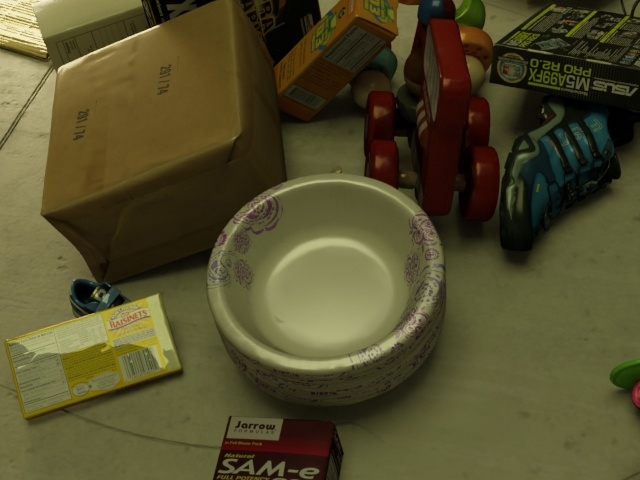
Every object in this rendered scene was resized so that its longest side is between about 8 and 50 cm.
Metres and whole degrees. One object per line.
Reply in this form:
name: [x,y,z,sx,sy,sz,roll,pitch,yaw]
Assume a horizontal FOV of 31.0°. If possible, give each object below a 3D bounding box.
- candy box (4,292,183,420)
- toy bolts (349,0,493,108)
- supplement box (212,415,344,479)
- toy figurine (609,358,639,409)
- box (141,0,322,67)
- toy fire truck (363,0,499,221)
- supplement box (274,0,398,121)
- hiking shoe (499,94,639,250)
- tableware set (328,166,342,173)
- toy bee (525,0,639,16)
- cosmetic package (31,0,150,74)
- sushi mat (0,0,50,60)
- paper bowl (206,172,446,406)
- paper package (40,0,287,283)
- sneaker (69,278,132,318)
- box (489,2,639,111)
candy box: [-0.287,0.147,1.460,0.206,0.027,0.105,-17,72,-5]
toy bolts: [0.127,-0.295,1.712,0.229,0.218,0.158,-19,51,19]
supplement box: [-0.059,0.312,1.260,0.130,0.073,0.239,1,47,12]
toy figurine: [0.411,0.201,1.259,0.173,0.130,0.159,-18,53,25]
box: [-0.136,-0.369,1.729,0.257,0.322,0.079,-22,46,-10]
toy fire truck: [0.152,-0.180,1.517,0.169,0.254,0.302,4,39,-3]
supplement box: [0.017,-0.272,1.678,0.080,0.233,0.078,24,50,-28]
hiking shoe: [0.329,-0.100,1.534,0.132,0.113,0.304,14,52,23]
tableware set: [0.000,0.000,1.560,0.194,0.039,0.128,-41,65,-17]
toy bee: [0.407,-0.431,1.819,0.195,0.298,0.162,-31,8,28]
cosmetic package: [-0.283,-0.337,1.842,0.309,0.160,0.113,-19,46,-8]
sushi mat: [-0.555,-0.401,2.049,0.317,0.019,0.151,18,53,25]
paper bowl: [0.011,0.069,1.403,0.284,0.148,0.284,-3,56,5]
paper package: [-0.216,-0.142,1.608,0.310,0.168,0.324,-20,46,12]
sneaker: [-0.273,0.092,1.513,0.144,0.059,0.053,18,52,22]
box: [0.388,-0.268,1.648,0.216,0.060,0.270,14,28,22]
